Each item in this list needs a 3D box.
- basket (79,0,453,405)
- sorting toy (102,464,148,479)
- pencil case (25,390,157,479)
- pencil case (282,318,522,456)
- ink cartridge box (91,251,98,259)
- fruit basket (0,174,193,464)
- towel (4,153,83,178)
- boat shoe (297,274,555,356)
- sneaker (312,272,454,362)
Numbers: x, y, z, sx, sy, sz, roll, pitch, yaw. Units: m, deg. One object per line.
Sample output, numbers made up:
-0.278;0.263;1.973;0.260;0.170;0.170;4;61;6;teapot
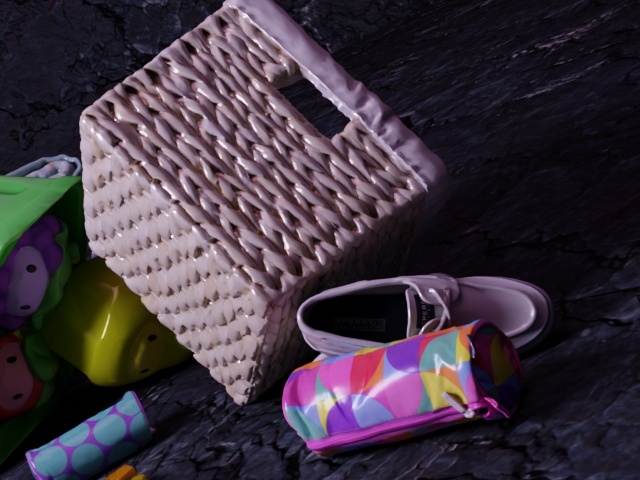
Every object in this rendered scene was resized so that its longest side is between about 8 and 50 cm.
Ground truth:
-0.076;-0.041;1.643;0.266;0.328;0.331;-39;-15;-24;basket
-0.291;0.343;1.495;0.307;0.041;0.229;-34;12;-24;sorting toy
-0.273;0.243;1.725;0.152;0.064;0.070;-30;31;-10;pencil case
0.078;0.145;1.395;0.236;0.104;0.104;-18;18;34;pencil case
-0.238;0.021;2.311;0.237;0.100;0.172;-27;15;-2;ink cartridge box
-0.344;0.111;1.898;0.392;0.392;0.283;-19;18;29;fruit basket
-0.489;0.075;2.134;0.090;0.320;0.374;28;39;25;towel
0.103;0.081;1.450;0.258;0.095;0.084;-8;-13;10;boat shoe
0.065;0.121;1.564;0.217;0.079;0.121;-38;-4;-2;sneaker
